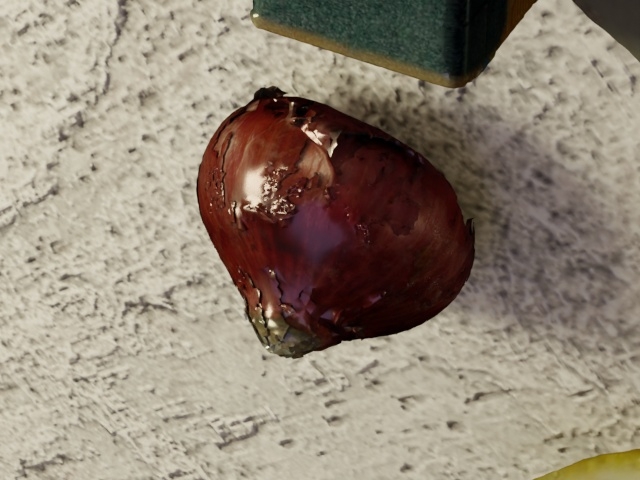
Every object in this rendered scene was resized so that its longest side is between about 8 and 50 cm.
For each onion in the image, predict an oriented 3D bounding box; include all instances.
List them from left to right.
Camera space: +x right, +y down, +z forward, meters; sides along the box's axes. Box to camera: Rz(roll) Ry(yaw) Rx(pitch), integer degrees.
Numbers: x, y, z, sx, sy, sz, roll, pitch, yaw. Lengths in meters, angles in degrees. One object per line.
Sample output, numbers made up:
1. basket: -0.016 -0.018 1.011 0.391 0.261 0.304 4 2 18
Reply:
1. onion: 0.000 0.000 1.162 0.184 0.147 0.184 21 151 12

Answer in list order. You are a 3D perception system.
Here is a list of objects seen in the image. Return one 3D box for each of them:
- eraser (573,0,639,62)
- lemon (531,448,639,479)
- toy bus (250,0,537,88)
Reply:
1. eraser: 0.234 -0.168 0.885 0.111 0.077 0.352 42 141 0
2. lemon: 0.228 0.327 1.164 0.364 0.364 0.364 20 137 21
3. toy bus: 0.046 -0.224 0.900 0.138 0.167 0.275 20 136 21
